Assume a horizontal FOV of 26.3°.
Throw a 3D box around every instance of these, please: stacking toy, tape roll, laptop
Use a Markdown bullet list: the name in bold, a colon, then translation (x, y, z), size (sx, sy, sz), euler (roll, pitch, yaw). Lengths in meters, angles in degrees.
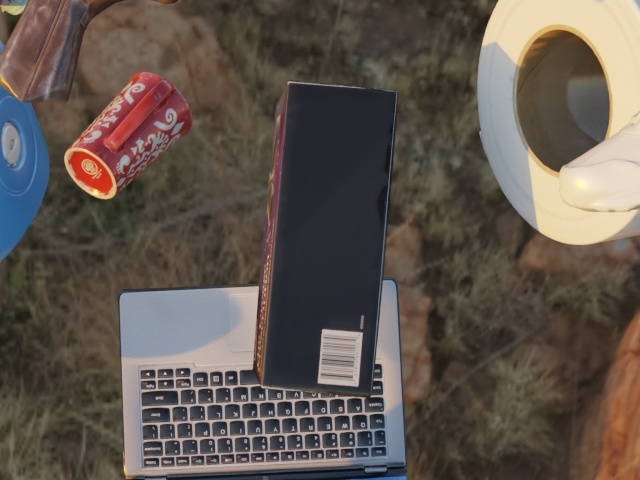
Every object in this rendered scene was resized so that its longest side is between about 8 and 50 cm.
- **stacking toy**: translation (-0.419, -0.081, 1.260), size (0.302, 0.165, 0.175), euler (-2, 43, 14)
- **tape roll**: translation (0.273, -0.127, 1.190), size (0.169, 0.246, 0.246), euler (-9, 52, -30)
- **laptop**: translation (-0.076, 0.251, 1.739), size (0.382, 0.236, 0.407), euler (-3, 85, 0)

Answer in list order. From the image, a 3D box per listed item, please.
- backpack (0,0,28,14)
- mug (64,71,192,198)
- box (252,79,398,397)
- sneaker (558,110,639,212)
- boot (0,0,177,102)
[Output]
- **backpack**: translation (-0.530, -0.485, 2.245), size (0.191, 0.225, 0.253), euler (32, 4, -18)
- **mug**: translation (-0.276, -0.157, 1.926), size (0.113, 0.150, 0.169), euler (25, 53, 20)
- **box**: translation (0.000, 0.000, 1.230), size (0.103, 0.184, 0.261), euler (5, 88, -3)
- **sneaker**: translation (0.251, -0.098, 0.884), size (0.232, 0.090, 0.115), euler (-26, 98, 6)
- **boot**: translation (-0.158, -0.137, 0.929), size (0.106, 0.037, 0.114), euler (18, 83, 6)
